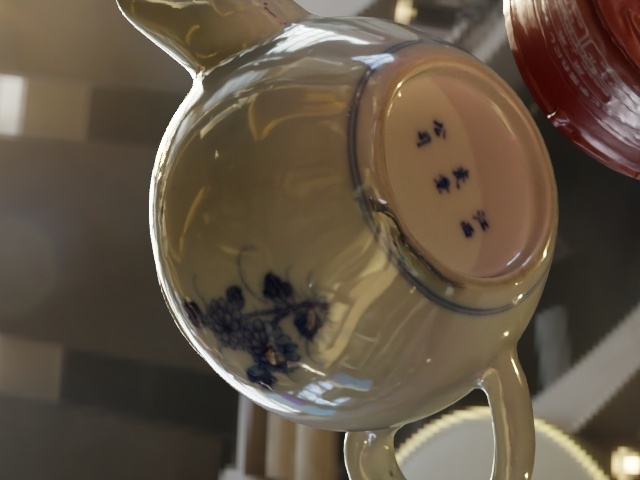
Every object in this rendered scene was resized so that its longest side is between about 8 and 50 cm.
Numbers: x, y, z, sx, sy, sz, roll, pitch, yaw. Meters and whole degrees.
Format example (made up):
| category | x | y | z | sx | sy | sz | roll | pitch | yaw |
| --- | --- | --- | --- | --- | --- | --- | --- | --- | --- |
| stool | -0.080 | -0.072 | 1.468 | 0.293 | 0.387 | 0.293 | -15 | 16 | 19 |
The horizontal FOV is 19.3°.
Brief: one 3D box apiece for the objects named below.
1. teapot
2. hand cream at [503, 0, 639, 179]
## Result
| category | x | y | z | sx | sy | sz | roll | pitch | yaw |
| --- | --- | --- | --- | --- | --- | --- | --- | --- | --- |
| teapot | 0.000 | 0.000 | 1.167 | 0.280 | 0.252 | 0.424 | -24 | -86 | 47 |
| hand cream | 0.191 | -0.125 | 0.896 | 0.125 | 0.193 | 0.193 | 151 | -58 | -78 |
